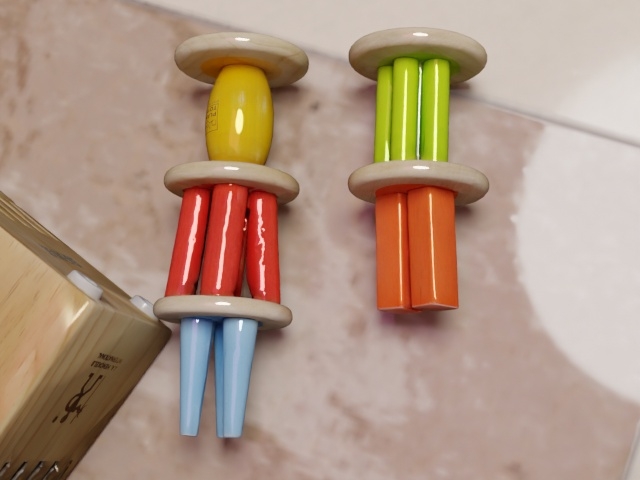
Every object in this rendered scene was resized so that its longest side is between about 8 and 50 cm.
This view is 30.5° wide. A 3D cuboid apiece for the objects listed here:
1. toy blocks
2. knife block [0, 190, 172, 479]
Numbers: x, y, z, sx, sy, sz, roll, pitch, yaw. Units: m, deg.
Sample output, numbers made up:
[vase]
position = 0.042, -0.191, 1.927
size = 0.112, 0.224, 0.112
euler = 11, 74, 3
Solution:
[toy blocks]
position = 0.000, 0.000, 0.435
size = 0.123, 0.054, 0.148
euler = 1, 79, 11
[knife block]
position = -0.186, 0.084, 0.438
size = 0.275, 0.088, 0.242
euler = 37, 87, 15
